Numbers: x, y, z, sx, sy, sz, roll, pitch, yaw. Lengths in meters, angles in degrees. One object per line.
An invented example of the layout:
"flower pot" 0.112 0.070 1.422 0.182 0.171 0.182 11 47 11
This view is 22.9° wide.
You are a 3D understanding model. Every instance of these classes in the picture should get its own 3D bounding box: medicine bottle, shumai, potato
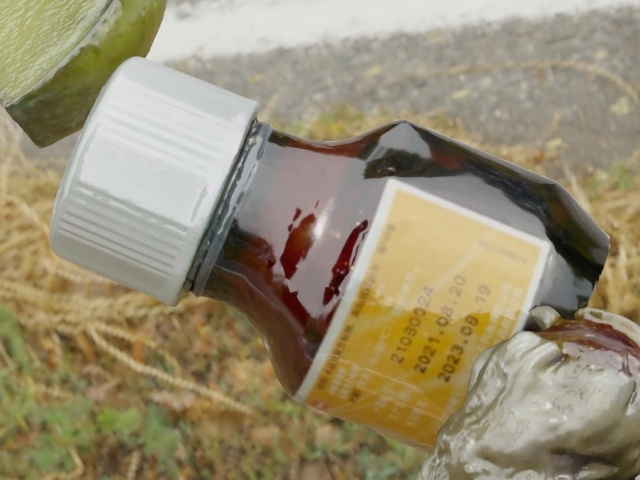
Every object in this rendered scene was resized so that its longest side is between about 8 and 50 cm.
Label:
"medicine bottle" 0.000 0.000 1.220 0.395 0.242 0.242 25 49 1
"shumai" 0.140 0.138 1.064 0.218 0.184 0.186 -12 79 26
"potato" -0.245 -0.162 1.482 0.269 0.112 0.255 -29 33 19
